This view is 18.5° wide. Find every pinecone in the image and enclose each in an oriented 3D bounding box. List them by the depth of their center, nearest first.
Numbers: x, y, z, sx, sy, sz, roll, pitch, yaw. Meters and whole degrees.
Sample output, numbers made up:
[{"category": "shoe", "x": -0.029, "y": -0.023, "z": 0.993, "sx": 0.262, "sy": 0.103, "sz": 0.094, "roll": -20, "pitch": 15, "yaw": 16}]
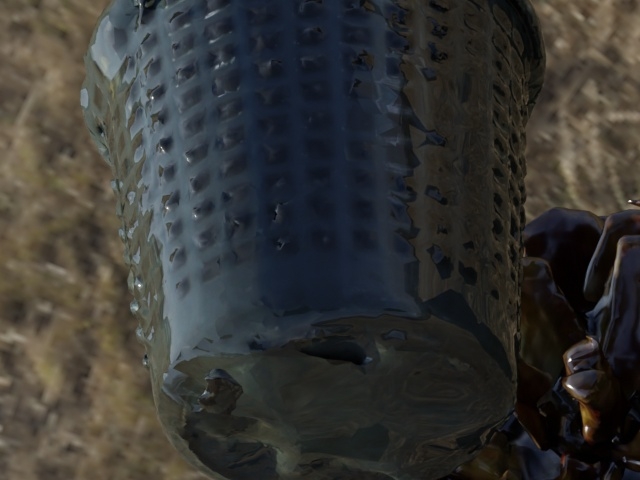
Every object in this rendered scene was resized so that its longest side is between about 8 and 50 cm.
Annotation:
[{"category": "pinecone", "x": 0.162, "y": 0.128, "z": 1.013, "sx": 0.242, "sy": 0.296, "sz": 0.298, "roll": 19, "pitch": 74, "yaw": 34}]

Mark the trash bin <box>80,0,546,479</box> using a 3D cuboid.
[{"category": "trash bin", "x": 0.000, "y": 0.000, "z": 0.689, "sx": 0.175, "sy": 0.175, "sz": 0.161, "roll": -27, "pitch": 46, "yaw": 28}]

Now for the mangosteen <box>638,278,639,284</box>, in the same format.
[{"category": "mangosteen", "x": 0.166, "y": -0.013, "z": 0.582, "sx": 0.151, "sy": 0.137, "sz": 0.137, "roll": -21, "pitch": 61, "yaw": 20}]
